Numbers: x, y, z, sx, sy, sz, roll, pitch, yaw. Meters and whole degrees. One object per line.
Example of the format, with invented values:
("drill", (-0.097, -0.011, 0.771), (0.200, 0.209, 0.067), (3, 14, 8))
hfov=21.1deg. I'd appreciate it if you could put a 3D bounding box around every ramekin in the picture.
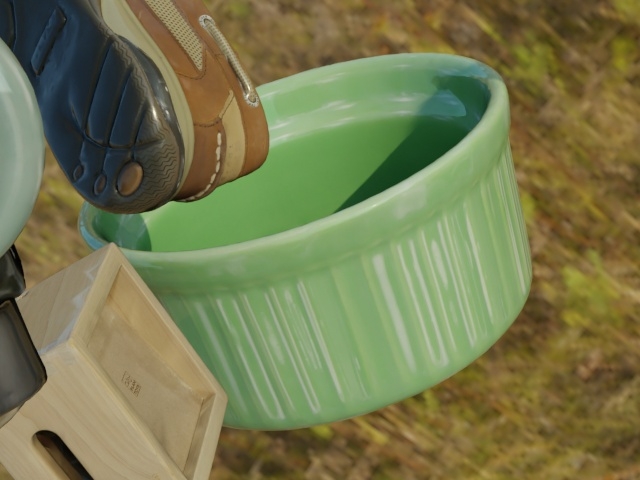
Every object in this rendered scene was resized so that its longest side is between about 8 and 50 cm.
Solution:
("ramekin", (0.000, 0.000, 1.183), (0.303, 0.148, 0.303), (-17, 23, 7))

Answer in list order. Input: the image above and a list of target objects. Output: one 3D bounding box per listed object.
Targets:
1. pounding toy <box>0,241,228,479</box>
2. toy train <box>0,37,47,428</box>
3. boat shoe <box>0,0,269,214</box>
("pounding toy", (-0.116, 0.104, 0.872), (0.100, 0.141, 0.130), (-28, 20, 17))
("toy train", (-0.194, -0.080, 0.418), (0.190, 0.334, 0.142), (-24, 11, -8))
("boat shoe", (-0.138, -0.149, 1.063), (0.122, 0.120, 0.324), (-50, 59, 40))
